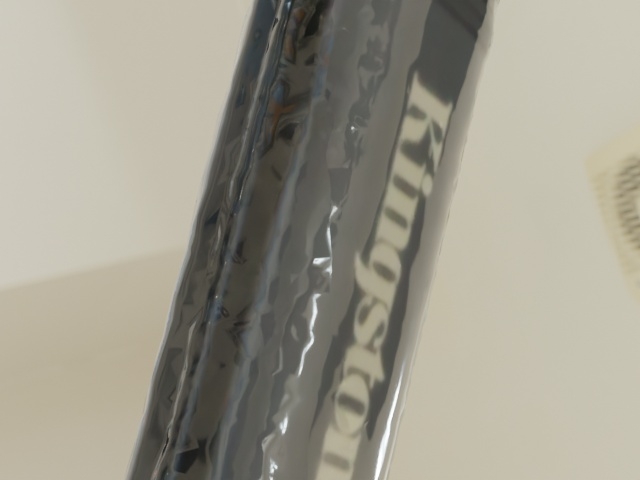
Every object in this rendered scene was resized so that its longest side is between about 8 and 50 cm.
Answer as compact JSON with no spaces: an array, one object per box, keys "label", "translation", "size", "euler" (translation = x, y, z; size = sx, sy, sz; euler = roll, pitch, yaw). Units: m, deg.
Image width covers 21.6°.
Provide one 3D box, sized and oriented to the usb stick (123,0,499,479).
[{"label":"usb stick","translation":[0.000,0.000,0.371],"size":[0.045,0.077,0.278],"euler":[9,-104,25]}]
